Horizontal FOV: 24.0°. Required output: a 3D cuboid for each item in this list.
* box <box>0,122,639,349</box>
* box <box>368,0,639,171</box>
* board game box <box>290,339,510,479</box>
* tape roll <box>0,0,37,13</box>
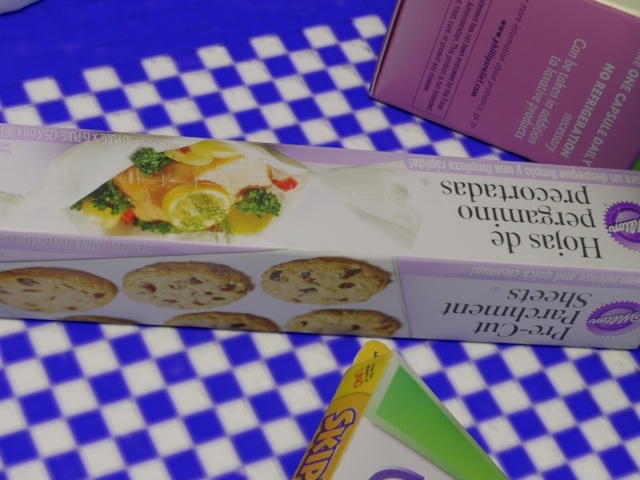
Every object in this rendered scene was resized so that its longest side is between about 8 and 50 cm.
[{"bbox_3d":[0.000,0.000,0.680,0.324,0.067,0.063,4,52,-13],"label":"box"},{"bbox_3d":[0.178,-0.139,0.806,0.243,0.117,0.213,21,50,3],"label":"box"},{"bbox_3d":[0.020,0.155,0.533,0.124,0.039,0.259,49,39,-18],"label":"board game box"},{"bbox_3d":[-0.226,-0.244,0.790,0.286,0.100,0.286,8,50,-9],"label":"tape roll"}]
